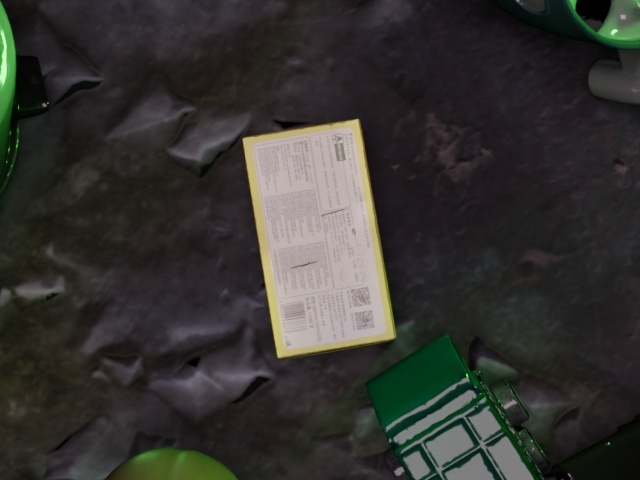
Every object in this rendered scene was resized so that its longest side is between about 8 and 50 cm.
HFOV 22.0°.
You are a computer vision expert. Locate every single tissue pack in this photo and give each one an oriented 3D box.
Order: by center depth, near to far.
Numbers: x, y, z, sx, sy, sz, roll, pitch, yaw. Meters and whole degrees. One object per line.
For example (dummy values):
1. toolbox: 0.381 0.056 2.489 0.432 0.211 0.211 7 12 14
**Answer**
1. tissue pack: 0.000 0.000 1.295 0.095 0.062 0.176 -10 85 3

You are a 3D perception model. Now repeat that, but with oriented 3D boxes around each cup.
1. cup: 0.180 -0.230 1.225 0.167 0.173 0.300 -37 122 -22

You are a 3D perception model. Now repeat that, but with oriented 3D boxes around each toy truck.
1. toy truck: 0.130 0.196 1.243 0.114 0.124 0.253 -32 82 5

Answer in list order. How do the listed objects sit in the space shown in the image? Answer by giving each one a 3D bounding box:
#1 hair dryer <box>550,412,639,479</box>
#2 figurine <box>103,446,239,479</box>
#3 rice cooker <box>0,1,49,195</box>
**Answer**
1. hair dryer: 0.277 0.122 1.217 0.251 0.089 0.197 -29 84 -19
2. figurine: -0.150 0.369 1.197 0.276 0.248 0.388 -17 96 23
3. rice cooker: -0.348 -0.109 1.255 0.280 0.227 0.241 -13 77 -16
